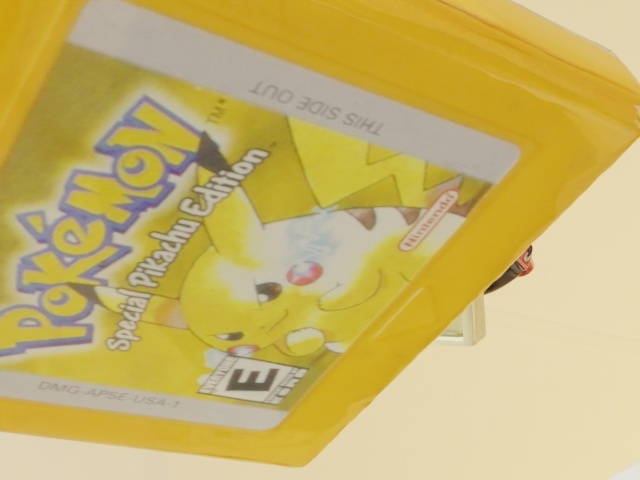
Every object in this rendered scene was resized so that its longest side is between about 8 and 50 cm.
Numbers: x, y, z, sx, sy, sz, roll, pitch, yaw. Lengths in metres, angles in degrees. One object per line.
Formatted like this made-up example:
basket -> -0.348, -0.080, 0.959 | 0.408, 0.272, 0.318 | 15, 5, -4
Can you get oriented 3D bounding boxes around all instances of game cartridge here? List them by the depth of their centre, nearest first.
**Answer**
game cartridge -> -0.072, -0.008, 0.397 | 0.324, 0.285, 0.052 | 13, -138, -34

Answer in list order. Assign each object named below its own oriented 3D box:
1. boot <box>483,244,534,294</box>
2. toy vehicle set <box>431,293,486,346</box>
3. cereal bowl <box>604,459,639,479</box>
boot -> 0.185, -0.046, 0.951 | 0.176, 0.244, 0.088 | 27, -148, -33
toy vehicle set -> 0.000, 0.000, 0.827 | 0.035, 0.267, 0.165 | -22, -70, -62
cereal bowl -> 0.113, 0.252, 0.410 | 0.141, 0.339, 0.339 | 43, -121, 7
